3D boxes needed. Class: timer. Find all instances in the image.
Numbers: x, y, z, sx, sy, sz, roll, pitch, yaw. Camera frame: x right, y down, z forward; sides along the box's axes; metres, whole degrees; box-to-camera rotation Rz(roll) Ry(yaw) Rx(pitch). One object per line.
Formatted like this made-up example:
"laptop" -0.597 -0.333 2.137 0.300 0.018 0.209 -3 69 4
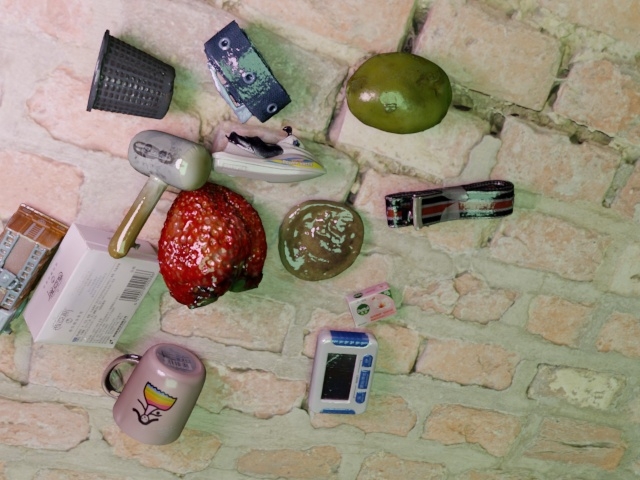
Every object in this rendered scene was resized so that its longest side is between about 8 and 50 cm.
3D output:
"timer" 0.062 0.377 1.605 0.178 0.078 0.253 6 109 -10

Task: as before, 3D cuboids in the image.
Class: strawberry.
"strawberry" -0.268 0.003 1.325 0.239 0.250 0.288 -20 89 23

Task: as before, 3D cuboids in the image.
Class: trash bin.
"trash bin" -0.401 -0.340 1.196 0.161 0.175 0.175 12 110 -28

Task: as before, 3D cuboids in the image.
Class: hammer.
"hammer" -0.380 -0.094 1.236 0.305 0.202 0.113 -64 149 -7

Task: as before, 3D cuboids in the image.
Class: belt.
"belt" 0.337 -0.095 1.447 0.360 0.126 0.094 -7 103 -13
"belt" -0.171 -0.362 1.239 0.128 0.122 0.218 -33 115 7

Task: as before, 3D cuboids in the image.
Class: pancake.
"pancake" 0.000 0.000 1.455 0.242 0.050 0.242 -4 111 -9

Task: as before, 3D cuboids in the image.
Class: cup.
"cup" -0.442 0.380 1.465 0.253 0.191 0.200 28 102 -3

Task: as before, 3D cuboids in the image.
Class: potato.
"potato" 0.186 -0.341 1.297 0.253 0.148 0.186 -8 115 -8

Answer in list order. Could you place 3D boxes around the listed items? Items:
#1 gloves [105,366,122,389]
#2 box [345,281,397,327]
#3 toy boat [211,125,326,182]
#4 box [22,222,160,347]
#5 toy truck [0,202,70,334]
"gloves" -0.560 0.377 1.520 0.044 0.037 0.081 -41 112 -31
"box" 0.142 0.180 1.557 0.125 0.043 0.089 -21 114 -2
"toy boat" -0.122 -0.198 1.314 0.269 0.141 0.140 -7 113 -10
"box" -0.541 0.116 1.330 0.203 0.116 0.274 18 111 -49
"toy truck" -0.724 0.082 1.298 0.136 0.162 0.305 31 104 -20
